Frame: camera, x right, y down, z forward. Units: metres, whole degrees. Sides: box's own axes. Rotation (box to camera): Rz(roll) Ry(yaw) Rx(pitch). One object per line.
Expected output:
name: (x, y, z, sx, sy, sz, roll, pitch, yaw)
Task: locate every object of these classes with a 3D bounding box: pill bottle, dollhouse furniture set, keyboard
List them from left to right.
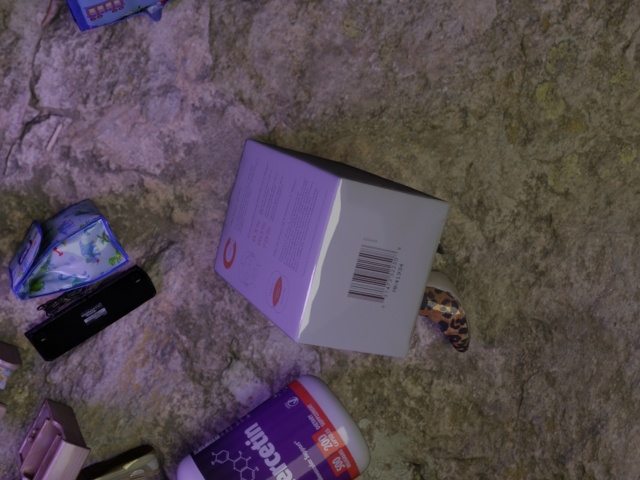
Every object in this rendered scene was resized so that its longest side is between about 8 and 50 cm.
dollhouse furniture set: (-0.458, 0.262, 1.272, 0.242, 0.161, 0.212, 27, 92, -27)
keyboard: (-0.340, 0.092, 1.360, 0.192, 0.038, 0.100, -33, 137, -14)
pill bottle: (-0.093, 0.364, 1.449, 0.323, 0.181, 0.181, -34, 114, -13)

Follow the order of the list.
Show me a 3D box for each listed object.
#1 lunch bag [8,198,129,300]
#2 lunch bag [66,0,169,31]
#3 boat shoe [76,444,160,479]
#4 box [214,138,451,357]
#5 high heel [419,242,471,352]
lunch bag: (-0.354, 0.018, 1.273, 0.151, 0.129, 0.096, -33, 113, -11)
lunch bag: (-0.233, -0.379, 1.169, 0.221, 0.138, 0.293, -25, 153, -9)
boat shoe: (-0.320, 0.363, 1.421, 0.153, 0.056, 0.048, -21, 107, -25)
box: (0.000, 0.000, 1.302, 0.168, 0.345, 0.215, 11, 99, -26)
high heel: (0.143, 0.116, 1.559, 0.186, 0.093, 0.261, -23, 122, 2)
